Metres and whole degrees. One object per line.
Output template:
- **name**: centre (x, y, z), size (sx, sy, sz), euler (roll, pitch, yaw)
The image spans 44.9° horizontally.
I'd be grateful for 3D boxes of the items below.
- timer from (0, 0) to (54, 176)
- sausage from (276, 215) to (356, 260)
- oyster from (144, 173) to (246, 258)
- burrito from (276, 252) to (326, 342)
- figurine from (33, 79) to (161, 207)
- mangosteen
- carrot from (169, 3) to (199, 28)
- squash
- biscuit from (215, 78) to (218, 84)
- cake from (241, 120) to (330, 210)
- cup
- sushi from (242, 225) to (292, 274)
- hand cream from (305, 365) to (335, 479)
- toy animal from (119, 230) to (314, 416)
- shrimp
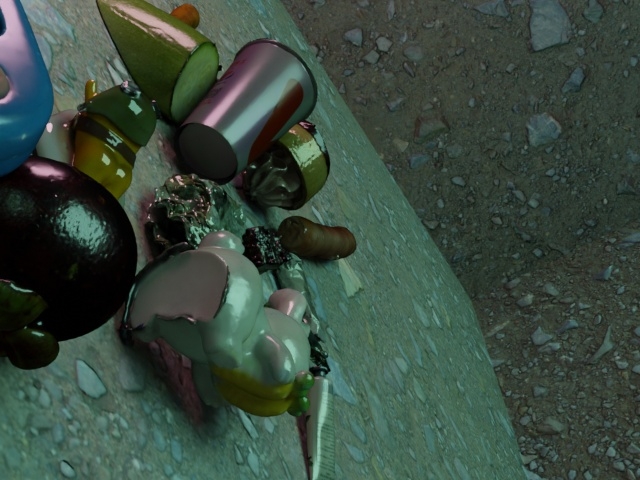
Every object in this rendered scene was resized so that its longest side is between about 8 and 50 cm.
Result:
- **timer**: centre (-0.398, -0.174, 0.615), size (0.340, 0.115, 0.309), euler (9, 42, -44)
- **sausage**: centre (0.000, 0.000, 1.872), size (0.419, 0.094, 0.094), euler (9, 84, -72)
- **oyster**: centre (-0.188, -0.026, 1.254), size (0.198, 0.112, 0.268), euler (53, 14, -30)
- **burrito**: centre (-0.043, 0.118, 1.582), size (0.064, 0.064, 0.203), euler (27, 40, -65)
- **figurine**: centre (-0.279, -0.117, 1.053), size (0.166, 0.141, 0.250), euler (45, 22, -51)
- **mangosteen**: centre (-0.277, 0.019, 0.740), size (0.210, 0.209, 0.210), euler (55, 16, -25)
- **carrot**: centre (-0.326, -0.470, 1.710), size (0.061, 0.061, 0.257), euler (57, 27, -19)
- **squash**: centre (-0.341, -0.359, 1.505), size (0.260, 0.189, 0.189), euler (28, 11, 10)
- **biscuit**: centre (-0.263, -0.350, 1.727), size (0.176, 0.031, 0.229), euler (49, 20, -45)
- **cake**: centre (-0.102, -0.158, 1.686), size (0.178, 0.185, 0.208), euler (-27, 107, -40)
- **cup**: centre (-0.151, -0.238, 1.495), size (0.203, 0.203, 0.288), euler (56, 41, -20)
- **sushi**: centre (-0.119, 0.019, 1.421), size (0.084, 0.098, 0.094), euler (66, 13, 13)
- **hand cream**: centre (0.001, 0.334, 1.347), size (0.080, 0.050, 0.234), euler (41, 38, -49)
- **toy animal**: centre (-0.114, 0.130, 1.077), size (0.310, 0.182, 0.247), euler (44, 23, -49)
- **shrimp**: centre (-0.045, 0.208, 1.448), size (0.217, 0.051, 0.150), euler (48, 26, -32)
